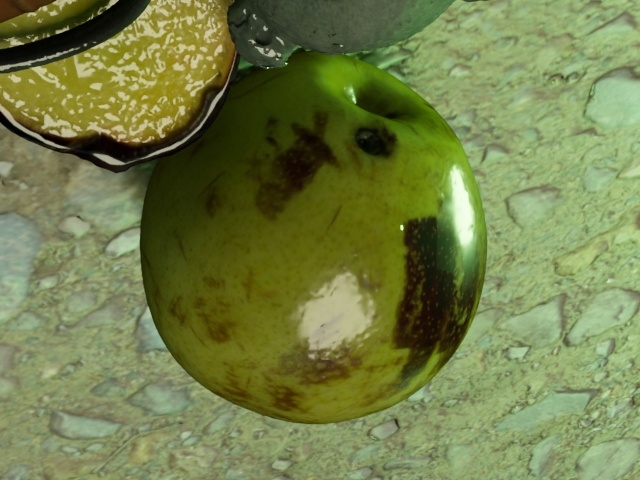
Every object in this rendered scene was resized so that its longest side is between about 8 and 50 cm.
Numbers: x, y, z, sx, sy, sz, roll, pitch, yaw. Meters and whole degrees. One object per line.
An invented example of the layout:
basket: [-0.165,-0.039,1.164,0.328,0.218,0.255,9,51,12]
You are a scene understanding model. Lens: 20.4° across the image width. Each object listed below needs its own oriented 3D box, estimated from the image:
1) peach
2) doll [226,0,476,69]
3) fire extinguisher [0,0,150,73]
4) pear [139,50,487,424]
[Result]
peach: [-0.154,-0.169,1.166,0.189,0.068,0.279,-15,130,-8]
doll: [-0.001,-0.238,1.051,0.246,0.158,0.340,-20,138,2]
fire extinguisher: [-0.251,-0.155,1.067,0.376,0.113,0.200,-22,171,8]
pear: [0.000,0.000,1.342,0.284,0.283,0.283,-18,148,-12]
